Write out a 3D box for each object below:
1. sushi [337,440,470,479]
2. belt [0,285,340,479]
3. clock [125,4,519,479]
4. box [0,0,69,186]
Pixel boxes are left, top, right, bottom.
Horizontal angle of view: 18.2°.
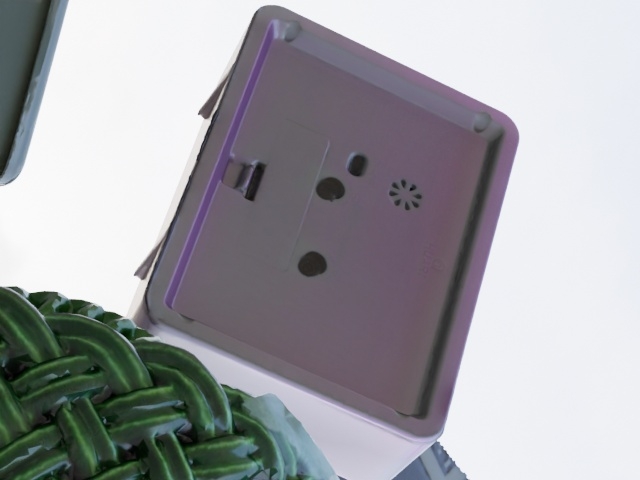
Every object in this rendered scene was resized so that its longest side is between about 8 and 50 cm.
[{"bbox_3d":[-0.060,0.193,1.555,0.069,0.339,0.320,-11,-143,46],"label":"sushi"},{"bbox_3d":[-0.064,0.053,0.386,0.151,0.121,0.079,10,-122,15],"label":"belt"},{"bbox_3d":[0.000,0.000,0.941,0.063,0.150,0.197,-53,-165,52],"label":"clock"},{"bbox_3d":[-0.217,-0.126,1.164,0.124,0.093,0.172,18,-86,57],"label":"box"}]
